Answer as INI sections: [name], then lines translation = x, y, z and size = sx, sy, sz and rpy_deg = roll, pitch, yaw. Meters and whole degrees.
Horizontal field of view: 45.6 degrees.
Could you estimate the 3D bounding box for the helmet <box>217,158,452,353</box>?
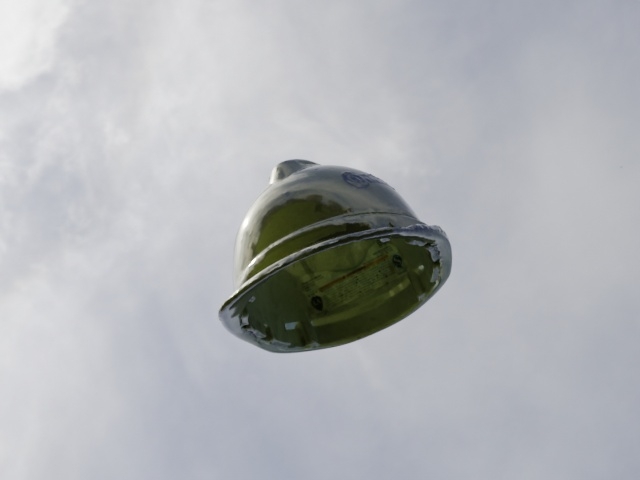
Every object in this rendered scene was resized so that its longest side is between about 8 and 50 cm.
[helmet]
translation = -0.002, -0.004, 0.667
size = 0.204, 0.257, 0.137
rpy_deg = -24, -113, 6
